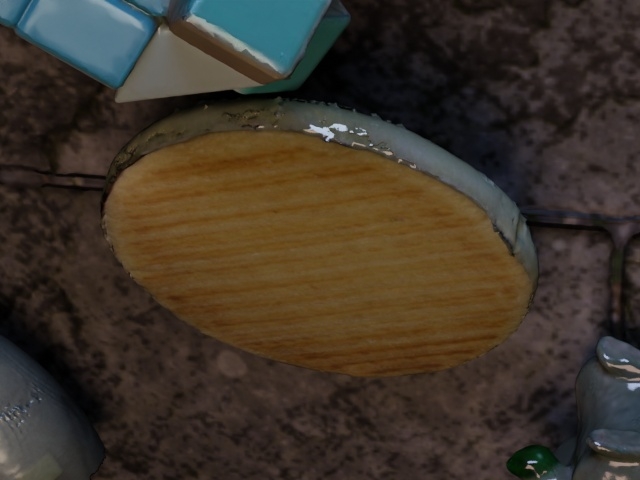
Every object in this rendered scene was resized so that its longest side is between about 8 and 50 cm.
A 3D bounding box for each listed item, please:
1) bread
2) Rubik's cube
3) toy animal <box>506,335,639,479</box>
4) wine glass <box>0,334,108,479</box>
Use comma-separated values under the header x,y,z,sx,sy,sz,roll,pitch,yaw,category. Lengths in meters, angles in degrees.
x,y,z,sx,sy,sz,roll,pitch,yaw,category
0.000,0.000,1.072,0.267,0.040,0.267,9,148,6,bread
-0.064,-0.170,0.909,0.213,0.224,0.265,29,121,-15,Rubik's cube
0.177,0.187,1.164,0.127,0.125,0.251,38,136,21,toy animal
-0.249,0.083,1.107,0.096,0.264,0.309,-36,112,4,wine glass
